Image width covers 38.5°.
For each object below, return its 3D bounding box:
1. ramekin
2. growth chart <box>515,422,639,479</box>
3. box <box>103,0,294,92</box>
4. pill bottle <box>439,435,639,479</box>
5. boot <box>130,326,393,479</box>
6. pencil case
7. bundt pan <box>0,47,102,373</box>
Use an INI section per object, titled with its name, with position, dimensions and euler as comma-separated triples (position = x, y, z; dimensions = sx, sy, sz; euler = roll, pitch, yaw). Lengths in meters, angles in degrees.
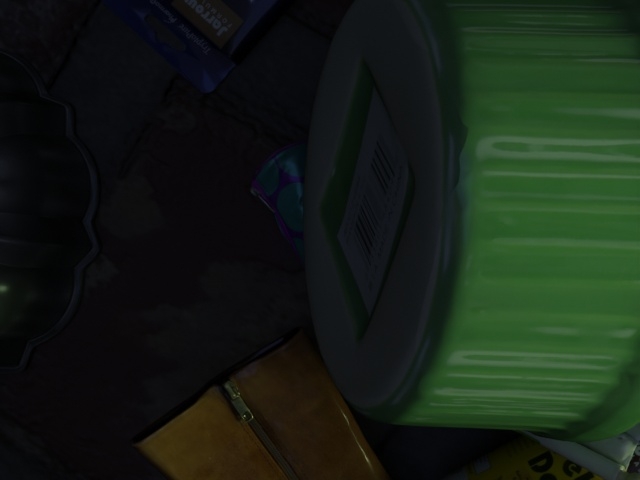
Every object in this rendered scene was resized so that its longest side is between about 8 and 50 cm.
[ramekin]
position = 0.092, -0.024, 0.579
dimensions = 0.148, 0.303, 0.303
euler = 1, 90, -17
[growth chart]
position = 0.237, 0.068, 0.647
dimensions = 0.237, 0.021, 0.172
euler = -47, 40, -10
[box]
position = -0.070, -0.247, 0.758
dimensions = 0.136, 0.036, 0.225
euler = 42, 96, 6
[pill bottle]
position = 0.202, 0.183, 0.673
dimensions = 0.215, 0.117, 0.117
euler = -30, 86, 6
[boot]
position = -0.039, 0.245, 0.660
dimensions = 0.264, 0.096, 0.280
euler = -38, 103, -6
[pencil case]
position = 0.000, 0.000, 0.729
dimensions = 0.070, 0.064, 0.151
euler = -25, 85, -15
[bundt pan]
position = -0.356, -0.023, 0.752
dimensions = 0.331, 0.124, 0.330
euler = 0, 90, 7
